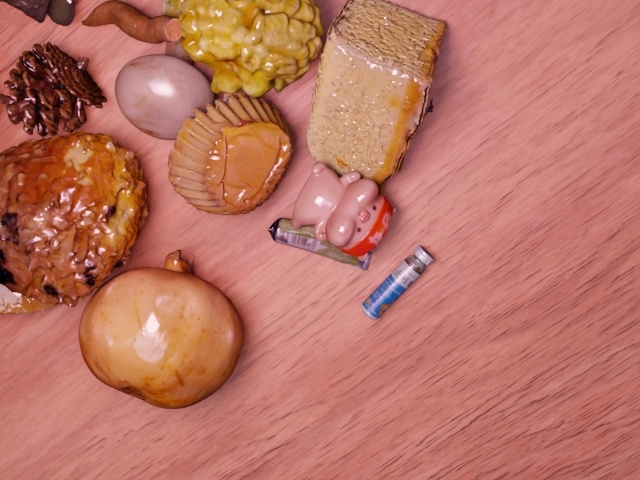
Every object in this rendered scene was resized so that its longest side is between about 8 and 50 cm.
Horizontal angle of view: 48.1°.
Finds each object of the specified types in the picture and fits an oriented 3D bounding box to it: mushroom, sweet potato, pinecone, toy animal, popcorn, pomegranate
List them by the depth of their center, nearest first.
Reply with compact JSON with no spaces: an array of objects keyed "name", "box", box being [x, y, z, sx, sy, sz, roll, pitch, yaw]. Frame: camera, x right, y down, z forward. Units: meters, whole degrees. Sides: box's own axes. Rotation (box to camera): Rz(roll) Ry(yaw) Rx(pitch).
[{"name":"popcorn","box":[-0.128,-0.393,1.358,0.257,0.224,0.270,-18,142,41]},{"name":"sweet potato","box":[-0.389,-0.451,1.474,0.281,0.059,0.067,25,123,33]},{"name":"mushroom","box":[-0.311,-0.323,1.482,0.207,0.207,0.215,9,69,4]},{"name":"toy animal","box":[0.049,-0.058,1.494,0.197,0.171,0.171,27,103,10]},{"name":"pinecone","box":[-0.570,-0.305,1.507,0.212,0.168,0.186,-32,91,36]},{"name":"pomegranate","box":[-0.329,0.182,1.523,0.338,0.338,0.338,1,102,6]}]

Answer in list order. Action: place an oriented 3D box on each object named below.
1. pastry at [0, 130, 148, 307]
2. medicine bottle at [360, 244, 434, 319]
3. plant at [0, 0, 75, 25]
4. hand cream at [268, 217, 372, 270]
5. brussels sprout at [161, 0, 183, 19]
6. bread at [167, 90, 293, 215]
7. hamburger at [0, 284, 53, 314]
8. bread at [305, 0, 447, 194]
[{"name":"pastry","box":[-0.549,-0.035,1.475,0.405,0.337,0.292,-15,139,7]},{"name":"medicine bottle","box":[0.167,0.093,1.571,0.051,0.051,0.191,41,103,-3]},{"name":"plant","box":[-0.597,-0.558,1.425,0.276,0.188,0.199,12,109,-36]},{"name":"hand cream","box":[0.000,0.000,1.575,0.235,0.055,0.086,13,104,-5]},{"name":"brussels sprout","box":[-0.251,-0.493,1.457,0.181,0.139,0.101,-26,55,31]},{"name":"bread","box":[-0.174,-0.161,1.463,0.274,0.149,0.274,-16,128,-21]},{"name":"hamburger","box":[-0.706,0.100,1.624,0.207,0.135,0.155,6,104,3]},{"name":"bread","box":[0.116,-0.309,1.487,0.248,0.279,0.315,22,146,2]}]
